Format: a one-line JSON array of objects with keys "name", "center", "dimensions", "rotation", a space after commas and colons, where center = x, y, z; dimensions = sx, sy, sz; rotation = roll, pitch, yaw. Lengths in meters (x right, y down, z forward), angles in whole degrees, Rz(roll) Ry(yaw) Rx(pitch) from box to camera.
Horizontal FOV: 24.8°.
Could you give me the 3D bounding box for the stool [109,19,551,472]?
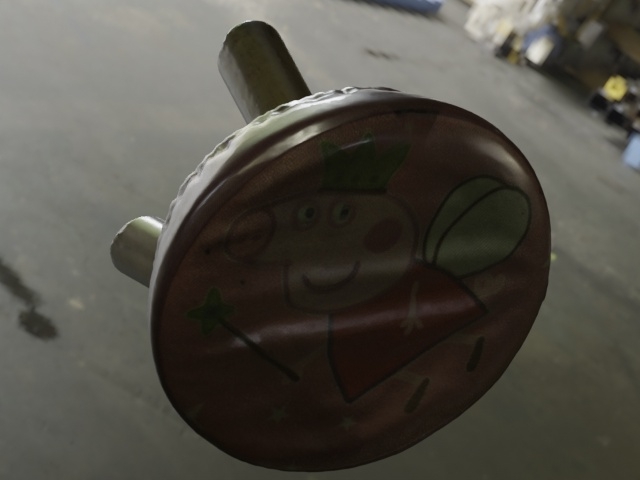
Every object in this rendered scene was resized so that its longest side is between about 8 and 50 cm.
[{"name": "stool", "center": [0.000, 0.000, 0.974], "dimensions": [0.272, 0.272, 0.178], "rotation": [17, 21, -30]}]
